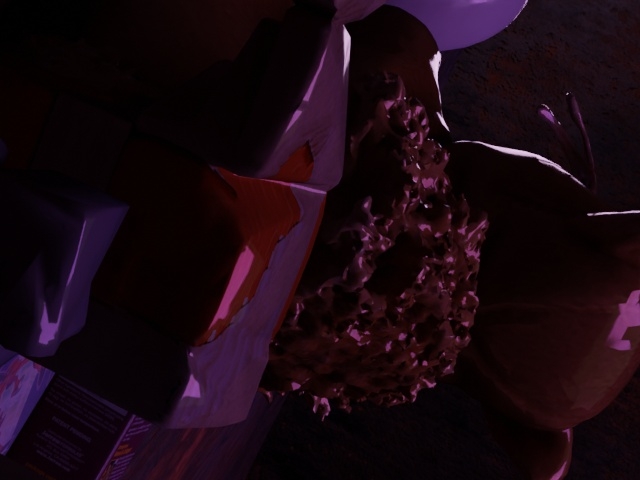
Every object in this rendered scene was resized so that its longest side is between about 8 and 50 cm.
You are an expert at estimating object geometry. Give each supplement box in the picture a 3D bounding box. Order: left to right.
[{"bbox_3d":[-0.198,0.158,1.295,0.188,0.081,0.104,-60,174,0],"label":"supplement box"}]

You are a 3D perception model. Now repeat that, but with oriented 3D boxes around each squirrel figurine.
[{"bbox_3d":[0.000,0.000,0.816,0.281,0.370,0.397,-63,173,21],"label":"squirrel figurine"}]

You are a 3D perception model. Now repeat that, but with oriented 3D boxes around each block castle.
[{"bbox_3d":[-0.174,0.037,0.390,0.453,0.213,0.303,-68,161,7],"label":"block castle"}]

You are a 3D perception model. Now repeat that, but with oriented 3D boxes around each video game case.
[{"bbox_3d":[-0.225,0.098,1.072,0.183,0.023,0.201,-60,174,-8],"label":"video game case"}]

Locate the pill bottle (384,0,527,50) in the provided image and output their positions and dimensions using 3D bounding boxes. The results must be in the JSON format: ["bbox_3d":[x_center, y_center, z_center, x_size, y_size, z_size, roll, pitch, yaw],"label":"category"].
[{"bbox_3d":[0.096,-0.304,0.900,0.224,0.224,0.392,-57,173,-33],"label":"pill bottle"}]
